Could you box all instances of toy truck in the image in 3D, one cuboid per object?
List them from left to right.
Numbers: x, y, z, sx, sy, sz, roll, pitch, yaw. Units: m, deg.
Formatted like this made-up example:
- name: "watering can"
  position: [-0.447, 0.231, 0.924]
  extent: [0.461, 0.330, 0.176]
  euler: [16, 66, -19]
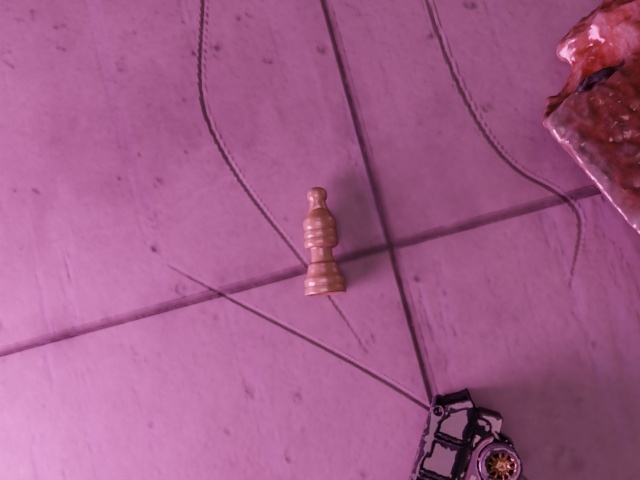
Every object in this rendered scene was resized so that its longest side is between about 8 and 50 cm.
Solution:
- name: "toy truck"
  position: [0.094, 0.214, 0.614]
  extent: [0.092, 0.083, 0.192]
  euler: [17, 88, 9]

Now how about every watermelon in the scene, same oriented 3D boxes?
- name: "watermelon"
  position: [0.303, -0.091, 0.564]
  extent: [0.302, 0.151, 0.264]
  euler: [41, 93, 9]

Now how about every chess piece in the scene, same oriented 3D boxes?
- name: "chess piece"
  position: [0.000, 0.000, 0.668]
  extent: [0.035, 0.035, 0.092]
  euler: [-7, 82, 8]
